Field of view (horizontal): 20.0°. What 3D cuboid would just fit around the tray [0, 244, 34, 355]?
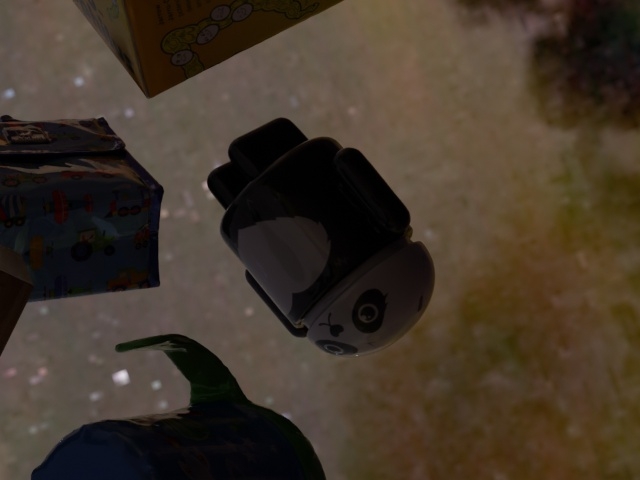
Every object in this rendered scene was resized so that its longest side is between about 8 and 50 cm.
[{"bbox_3d":[-0.311,0.187,1.171,0.076,0.411,0.203,26,180,-12],"label":"tray"}]

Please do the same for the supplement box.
[{"bbox_3d":[-0.063,-0.322,1.649,0.194,0.356,0.195,51,162,35],"label":"supplement box"}]

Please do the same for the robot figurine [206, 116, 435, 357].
[{"bbox_3d":[-0.001,0.000,1.996,0.278,0.173,0.209,50,175,10],"label":"robot figurine"}]

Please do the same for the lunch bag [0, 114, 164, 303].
[{"bbox_3d":[-0.327,-0.061,2.095,0.293,0.221,0.138,-125,34,-52],"label":"lunch bag"}]

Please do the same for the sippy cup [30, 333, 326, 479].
[{"bbox_3d":[-0.145,0.257,1.693,0.224,0.240,0.305,15,-149,-55],"label":"sippy cup"}]
